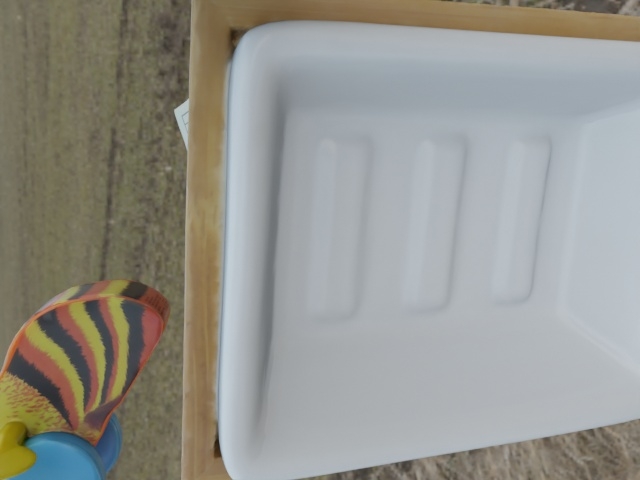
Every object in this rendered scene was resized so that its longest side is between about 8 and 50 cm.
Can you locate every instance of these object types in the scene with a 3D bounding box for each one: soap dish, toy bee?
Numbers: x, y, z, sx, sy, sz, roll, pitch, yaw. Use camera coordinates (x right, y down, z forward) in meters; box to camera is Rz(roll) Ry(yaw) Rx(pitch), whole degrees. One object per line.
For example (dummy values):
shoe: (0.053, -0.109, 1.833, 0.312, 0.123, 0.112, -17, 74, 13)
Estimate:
soap dish: (0.064, -0.006, 0.430, 0.118, 0.291, 0.228, -146, 57, -61)
toy bee: (-0.228, 0.155, 0.581, 0.195, 0.162, 0.298, 141, 148, -73)

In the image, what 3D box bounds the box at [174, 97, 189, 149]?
box: (0.000, 0.000, 0.712, 0.148, 0.121, 0.311, -18, 90, 49)
